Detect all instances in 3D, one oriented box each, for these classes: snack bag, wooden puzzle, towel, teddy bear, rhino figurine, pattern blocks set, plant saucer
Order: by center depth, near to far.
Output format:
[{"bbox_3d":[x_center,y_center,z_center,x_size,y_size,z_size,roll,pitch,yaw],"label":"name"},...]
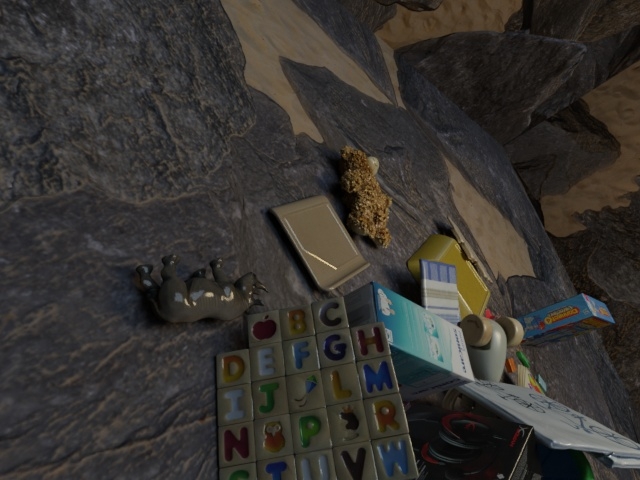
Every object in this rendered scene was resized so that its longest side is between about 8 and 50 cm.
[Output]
[{"bbox_3d":[-0.184,0.089,0.727,0.243,0.073,0.106,8,53,-48],"label":"rhino figurine"},{"bbox_3d":[0.469,0.377,0.902,0.343,0.323,0.037,18,90,-24],"label":"snack bag"},{"bbox_3d":[0.000,0.000,1.047,0.238,0.044,0.221,55,35,8],"label":"wooden puzzle"},{"bbox_3d":[0.346,0.203,1.222,0.209,0.034,0.284,11,73,-46],"label":"towel"},{"bbox_3d":[0.141,-0.137,1.259,0.245,0.113,0.337,36,40,-29],"label":"teddy bear"},{"bbox_3d":[0.683,0.500,1.358,0.285,0.026,0.324,49,32,-11],"label":"pattern blocks set"},{"bbox_3d":[0.462,0.143,1.439,0.332,0.081,0.333,56,36,1],"label":"plant saucer"}]

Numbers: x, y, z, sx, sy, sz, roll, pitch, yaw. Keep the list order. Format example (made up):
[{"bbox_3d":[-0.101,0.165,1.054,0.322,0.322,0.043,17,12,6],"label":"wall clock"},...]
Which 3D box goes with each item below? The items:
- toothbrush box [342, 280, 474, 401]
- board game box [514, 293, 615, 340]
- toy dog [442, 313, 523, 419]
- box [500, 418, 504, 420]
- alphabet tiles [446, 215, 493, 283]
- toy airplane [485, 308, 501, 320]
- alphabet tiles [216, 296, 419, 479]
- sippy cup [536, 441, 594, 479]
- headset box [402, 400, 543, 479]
[{"bbox_3d":[0.130,0.225,0.863,0.296,0.216,0.126,29,42,-34],"label":"toothbrush box"},{"bbox_3d":[0.940,0.324,1.661,0.308,0.302,0.086,17,50,-41],"label":"board game box"},{"bbox_3d":[0.412,0.342,1.143,0.220,0.161,0.333,35,74,-20],"label":"toy dog"},{"bbox_3d":[0.654,0.607,1.308,0.232,0.059,0.183,59,34,5],"label":"box"},{"bbox_3d":[0.571,0.039,1.629,0.284,0.021,0.277,26,34,-57],"label":"alphabet tiles"},{"bbox_3d":[0.488,0.269,1.301,0.151,0.151,0.028,32,6,-30],"label":"toy airplane"},{"bbox_3d":[-0.019,0.259,0.647,0.011,0.286,0.342,73,6,-60],"label":"alphabet tiles"},{"bbox_3d":[0.487,0.566,0.897,0.305,0.240,0.224,-43,104,-37],"label":"sippy cup"},{"bbox_3d":[0.204,0.407,0.751,0.218,0.293,0.110,-23,102,-46],"label":"headset box"}]
